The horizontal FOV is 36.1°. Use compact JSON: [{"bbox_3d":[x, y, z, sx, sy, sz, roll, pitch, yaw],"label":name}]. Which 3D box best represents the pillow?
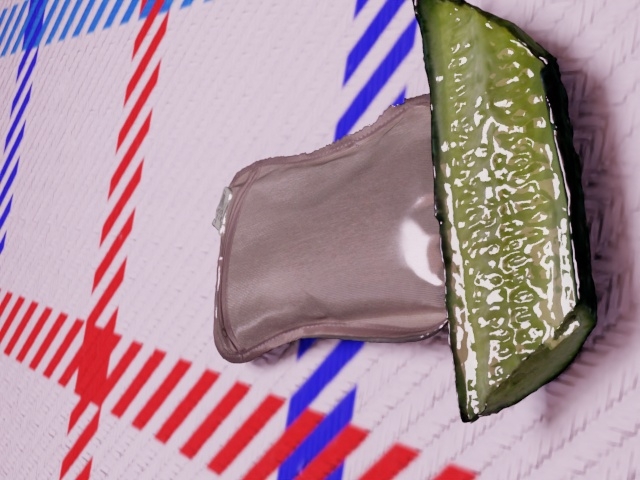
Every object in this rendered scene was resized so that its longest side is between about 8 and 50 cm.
[{"bbox_3d":[0.000,0.000,0.554,0.232,0.038,0.131,-16,66,52],"label":"pillow"}]

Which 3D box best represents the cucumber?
[{"bbox_3d":[0.086,-0.034,0.437,0.070,0.046,0.220,-26,62,47],"label":"cucumber"}]
